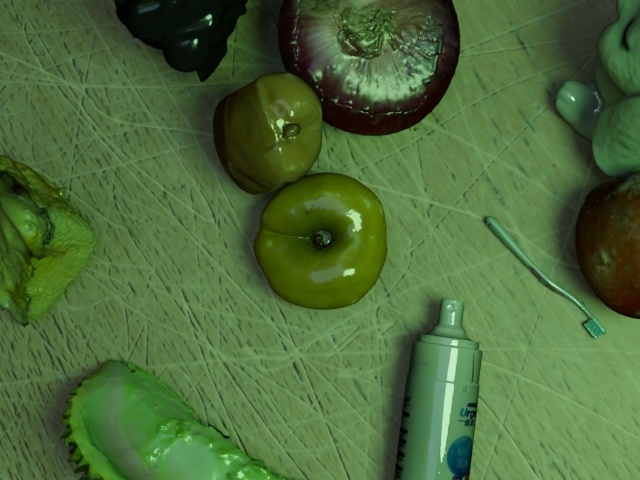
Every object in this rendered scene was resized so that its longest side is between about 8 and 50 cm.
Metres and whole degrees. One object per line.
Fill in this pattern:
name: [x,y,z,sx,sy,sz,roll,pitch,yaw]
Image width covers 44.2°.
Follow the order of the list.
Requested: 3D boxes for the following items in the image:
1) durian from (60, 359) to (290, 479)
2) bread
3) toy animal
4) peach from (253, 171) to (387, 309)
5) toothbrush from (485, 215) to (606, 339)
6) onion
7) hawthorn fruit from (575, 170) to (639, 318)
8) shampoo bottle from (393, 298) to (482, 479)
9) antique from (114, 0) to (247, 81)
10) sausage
durian: [-0.182,0.285,0.982,0.356,0.157,0.169,28,72,13]
bread: [-0.390,-0.022,1.070,0.174,0.133,0.251,40,135,16]
toy animal: [0.409,-0.204,0.876,0.271,0.265,0.206,-45,79,0]
peach: [0.000,0.000,1.008,0.179,0.103,0.179,-2,82,13]
toothbrush: [0.282,0.043,0.993,0.022,0.017,0.204,-38,77,-16]
onion: [0.063,-0.256,1.002,0.248,0.161,0.247,1,93,11]
hawthorn fruit: [0.380,0.005,0.904,0.173,0.173,0.172,-1,82,11]
shampoo bottle: [0.143,0.223,0.957,0.092,0.092,0.303,7,83,12]
antique: [-0.155,-0.347,1.012,0.185,0.322,0.255,42,87,-27]
sausage: [-0.068,-0.131,0.974,0.120,0.241,0.136,-22,93,-14]
